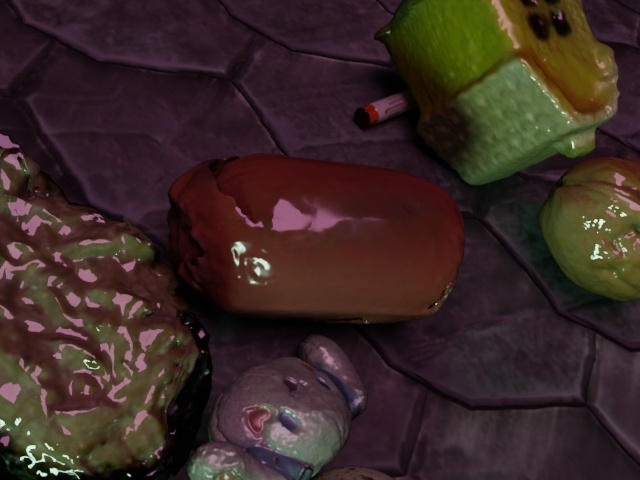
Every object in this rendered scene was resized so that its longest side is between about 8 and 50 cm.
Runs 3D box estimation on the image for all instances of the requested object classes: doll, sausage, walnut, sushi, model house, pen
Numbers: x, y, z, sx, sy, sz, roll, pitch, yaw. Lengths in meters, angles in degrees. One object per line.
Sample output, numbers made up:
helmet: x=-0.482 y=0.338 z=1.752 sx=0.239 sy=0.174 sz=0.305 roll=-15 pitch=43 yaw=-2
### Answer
doll: x=-0.029 y=0.144 z=0.636 sx=0.104 sy=0.071 sz=0.214 roll=35 pitch=30 yaw=13
sausage: x=0.000 y=0.000 z=0.713 sx=0.280 sy=0.152 sz=0.152 roll=6 pitch=55 yaw=-19
walnut: x=0.325 y=-0.016 z=0.874 sx=0.167 sy=0.149 sz=0.166 roll=0 pitch=88 yaw=-17
sushi: x=-0.236 y=0.053 z=0.557 sx=0.350 sy=0.170 sz=0.211 roll=33 pitch=53 yaw=2
model house: x=0.199 y=-0.180 z=0.878 sx=0.175 sy=0.193 sz=0.234 roll=-10 pitch=77 yaw=-33
pen: x=0.135 y=-0.184 z=0.976 sx=0.239 sy=0.028 sz=0.028 roll=-26 pitch=71 yaw=-34

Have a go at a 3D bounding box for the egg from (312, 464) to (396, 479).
egg: x=0.033 y=0.221 z=0.613 sx=0.110 sy=0.085 sz=0.085 roll=23 pitch=51 yaw=-13
